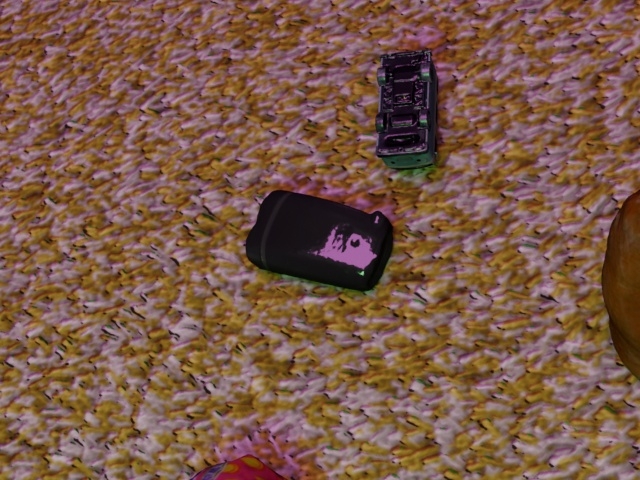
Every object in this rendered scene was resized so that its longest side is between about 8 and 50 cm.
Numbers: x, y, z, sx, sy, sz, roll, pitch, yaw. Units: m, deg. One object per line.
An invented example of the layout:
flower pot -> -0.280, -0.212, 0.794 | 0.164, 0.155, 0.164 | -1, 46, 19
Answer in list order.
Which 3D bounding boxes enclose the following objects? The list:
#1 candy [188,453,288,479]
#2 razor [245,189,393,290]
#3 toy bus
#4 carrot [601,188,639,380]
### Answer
candy -> 0.039, 0.294, 1.290 | 0.365, 0.124, 0.124 | 16, 70, 14
razor -> 0.000, 0.000, 1.463 | 0.148, 0.054, 0.090 | 14, 73, 24
toy bus -> 0.094, -0.130, 1.485 | 0.060, 0.075, 0.123 | -4, 64, 17
carrot -> 0.323, 0.024, 1.253 | 0.159, 0.225, 0.159 | -9, 57, 15
